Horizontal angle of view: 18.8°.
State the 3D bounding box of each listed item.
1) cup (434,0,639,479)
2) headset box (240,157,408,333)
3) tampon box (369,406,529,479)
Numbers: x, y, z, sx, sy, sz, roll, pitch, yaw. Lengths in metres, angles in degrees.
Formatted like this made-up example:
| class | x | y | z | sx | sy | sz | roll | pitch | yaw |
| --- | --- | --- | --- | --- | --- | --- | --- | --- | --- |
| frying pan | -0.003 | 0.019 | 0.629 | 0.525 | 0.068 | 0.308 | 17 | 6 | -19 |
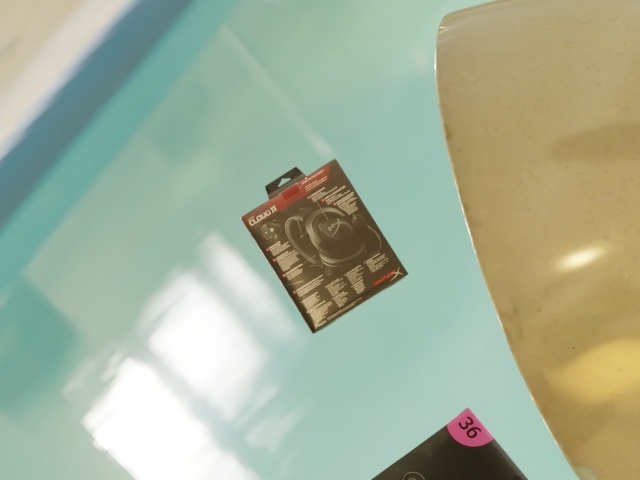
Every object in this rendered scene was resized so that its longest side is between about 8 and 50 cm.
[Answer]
| class | x | y | z | sx | sy | sz | roll | pitch | yaw |
| --- | --- | --- | --- | --- | --- | --- | --- | --- | --- |
| cup | 0.243 | -0.027 | 1.180 | 0.237 | 0.331 | 0.331 | -20 | 29 | 19 |
| headset box | 0.000 | 0.000 | 1.053 | 0.062 | 0.083 | 0.032 | -33 | -4 | -1 |
| tampon box | 0.087 | 0.232 | 1.487 | 0.161 | 0.120 | 0.101 | -36 | -19 | -12 |
